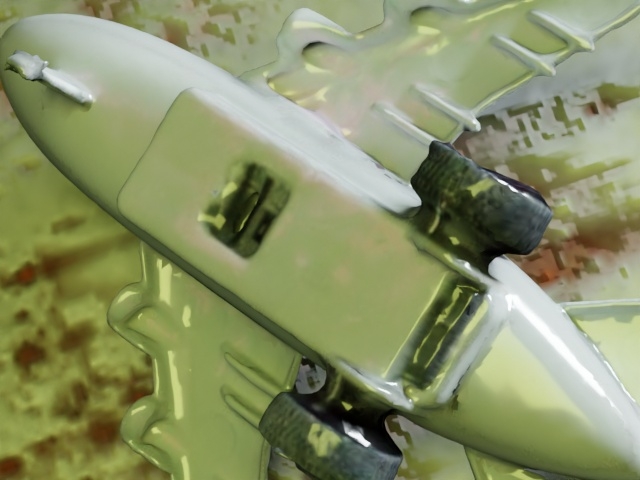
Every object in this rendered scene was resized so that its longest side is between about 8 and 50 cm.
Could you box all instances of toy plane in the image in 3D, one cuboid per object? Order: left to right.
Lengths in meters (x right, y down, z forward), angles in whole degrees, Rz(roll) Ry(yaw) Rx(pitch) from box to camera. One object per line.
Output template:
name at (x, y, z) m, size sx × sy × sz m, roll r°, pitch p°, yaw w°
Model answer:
toy plane at (-0.001, 0.000, 0.516) m, size 0.255 × 0.101 × 0.251 m, roll 34°, pitch 95°, yaw 15°
